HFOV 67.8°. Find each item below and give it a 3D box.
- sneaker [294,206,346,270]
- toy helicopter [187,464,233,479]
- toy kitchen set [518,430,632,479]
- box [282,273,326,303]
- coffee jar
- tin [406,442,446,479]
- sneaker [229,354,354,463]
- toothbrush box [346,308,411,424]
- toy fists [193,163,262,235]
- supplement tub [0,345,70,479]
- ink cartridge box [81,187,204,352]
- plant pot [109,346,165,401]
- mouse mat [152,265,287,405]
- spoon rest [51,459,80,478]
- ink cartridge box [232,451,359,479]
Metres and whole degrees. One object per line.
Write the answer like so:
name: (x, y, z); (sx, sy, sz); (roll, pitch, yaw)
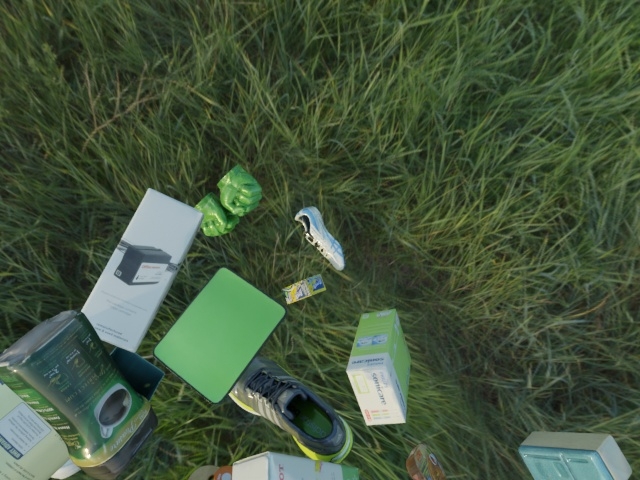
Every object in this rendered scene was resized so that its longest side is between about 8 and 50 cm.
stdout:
sneaker: (0.000, 0.000, 1.512); (0.086, 0.085, 0.237); (-26, 73, -24)
toy helicopter: (-0.398, 0.913, 1.541); (0.235, 0.140, 0.355); (5, 43, -4)
toy kitchen set: (0.314, 0.372, 0.576); (0.166, 0.122, 0.207); (-26, 84, -31)
box: (-0.053, 0.153, 1.488); (0.059, 0.169, 0.054); (-17, 84, -33)
coffee jar: (-0.266, 0.177, 0.539); (0.184, 0.079, 0.096); (65, 32, -21)
tin: (0.270, 0.586, 1.221); (0.040, 0.189, 0.106); (-38, 72, 12)
sneaker: (-0.069, 0.287, 0.878); (0.300, 0.121, 0.111); (27, 60, 20)
toothbrush box: (0.185, 0.374, 1.437); (0.122, 0.283, 0.206); (-12, 113, 18)
toy fists: (-0.308, -0.117, 1.577); (0.279, 0.096, 0.142); (-40, 99, 26)
supplement tub: (-0.600, 0.374, 0.846); (0.235, 0.235, 0.325); (43, 61, 6)
ink cartridge box: (-0.382, 0.069, 1.030); (0.129, 0.223, 0.307); (27, 73, -12)
plant pot: (-0.605, 0.459, 1.370); (0.165, 0.165, 0.234); (39, 97, -10)
mouse mat: (-0.164, 0.148, 0.775); (0.152, 0.007, 0.190); (31, 74, 19)
spoon rest: (-0.896, 0.754, 1.571); (0.276, 0.137, 0.084); (-23, 87, -1)
ink cartridge box: (-0.032, 0.427, 0.733); (0.212, 0.093, 0.154); (32, 40, -39)
